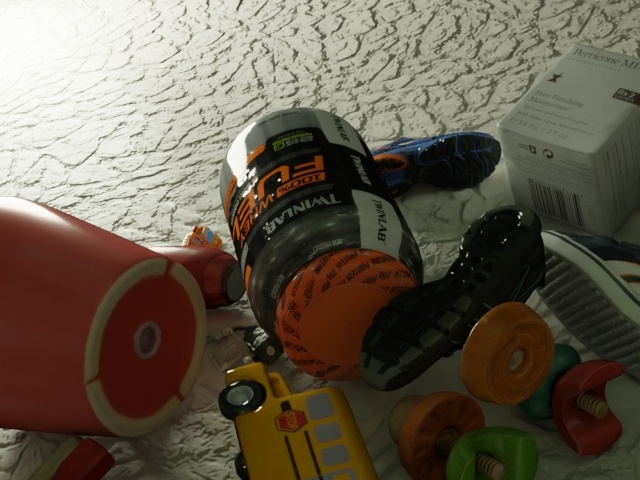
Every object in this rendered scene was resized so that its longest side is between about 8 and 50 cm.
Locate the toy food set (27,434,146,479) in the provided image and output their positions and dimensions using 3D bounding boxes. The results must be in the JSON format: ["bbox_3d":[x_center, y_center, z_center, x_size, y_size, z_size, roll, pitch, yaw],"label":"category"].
[{"bbox_3d":[-0.230,0.279,1.183,0.232,0.111,0.104,24,61,38],"label":"toy food set"}]

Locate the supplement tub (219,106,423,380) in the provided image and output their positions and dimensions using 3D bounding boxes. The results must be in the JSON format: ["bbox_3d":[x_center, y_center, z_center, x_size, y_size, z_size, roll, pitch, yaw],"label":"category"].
[{"bbox_3d":[0.000,0.000,1.409,0.207,0.207,0.338,-15,36,-5],"label":"supplement tub"}]

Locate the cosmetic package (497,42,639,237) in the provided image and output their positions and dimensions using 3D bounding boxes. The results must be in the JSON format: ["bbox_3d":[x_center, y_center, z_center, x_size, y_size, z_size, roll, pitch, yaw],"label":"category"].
[{"bbox_3d":[0.350,-0.131,1.512,0.151,0.151,0.184,23,59,38],"label":"cosmetic package"}]

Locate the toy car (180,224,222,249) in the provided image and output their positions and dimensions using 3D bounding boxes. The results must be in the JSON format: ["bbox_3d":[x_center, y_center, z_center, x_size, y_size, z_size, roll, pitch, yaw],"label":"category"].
[{"bbox_3d":[-0.147,-0.024,1.624,0.060,0.041,0.122,11,42,29],"label":"toy car"}]

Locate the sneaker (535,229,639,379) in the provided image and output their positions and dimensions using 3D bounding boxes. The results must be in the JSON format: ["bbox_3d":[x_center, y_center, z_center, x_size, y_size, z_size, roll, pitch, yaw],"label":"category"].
[{"bbox_3d":[0.367,0.076,1.278,0.127,0.126,0.321,-31,48,-20],"label":"sneaker"}]

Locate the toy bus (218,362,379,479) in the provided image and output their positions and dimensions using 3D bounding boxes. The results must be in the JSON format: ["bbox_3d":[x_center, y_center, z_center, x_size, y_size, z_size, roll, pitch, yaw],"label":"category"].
[{"bbox_3d":[-0.010,0.251,1.148,0.130,0.108,0.333,-14,34,-6],"label":"toy bus"}]

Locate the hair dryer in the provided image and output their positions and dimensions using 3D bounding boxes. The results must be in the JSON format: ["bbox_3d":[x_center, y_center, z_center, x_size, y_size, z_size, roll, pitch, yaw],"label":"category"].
[{"bbox_3d":[-0.193,0.086,1.455,0.223,0.080,0.293,-21,37,-12],"label":"hair dryer"}]

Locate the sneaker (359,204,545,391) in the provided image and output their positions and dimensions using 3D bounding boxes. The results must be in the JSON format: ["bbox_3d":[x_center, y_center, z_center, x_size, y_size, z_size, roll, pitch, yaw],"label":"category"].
[{"bbox_3d":[0.154,0.079,1.248,0.267,0.106,0.101,-41,37,-20],"label":"sneaker"}]

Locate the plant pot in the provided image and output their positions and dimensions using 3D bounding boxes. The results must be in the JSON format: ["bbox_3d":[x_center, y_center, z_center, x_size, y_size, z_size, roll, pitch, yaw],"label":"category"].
[{"bbox_3d":[-0.277,0.095,1.292,0.243,0.275,0.275,9,40,32],"label":"plant pot"}]

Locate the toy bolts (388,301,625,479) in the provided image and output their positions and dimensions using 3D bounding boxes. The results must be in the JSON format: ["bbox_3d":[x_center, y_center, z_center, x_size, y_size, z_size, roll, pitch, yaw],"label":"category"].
[{"bbox_3d":[0.182,0.138,1.198,0.228,0.218,0.158,-11,23,-32],"label":"toy bolts"}]

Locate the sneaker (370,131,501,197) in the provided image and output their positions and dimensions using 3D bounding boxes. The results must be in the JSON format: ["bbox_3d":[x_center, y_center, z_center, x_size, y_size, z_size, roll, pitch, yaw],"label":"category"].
[{"bbox_3d":[0.143,-0.116,1.640,0.221,0.083,0.087,-8,28,-1],"label":"sneaker"}]
